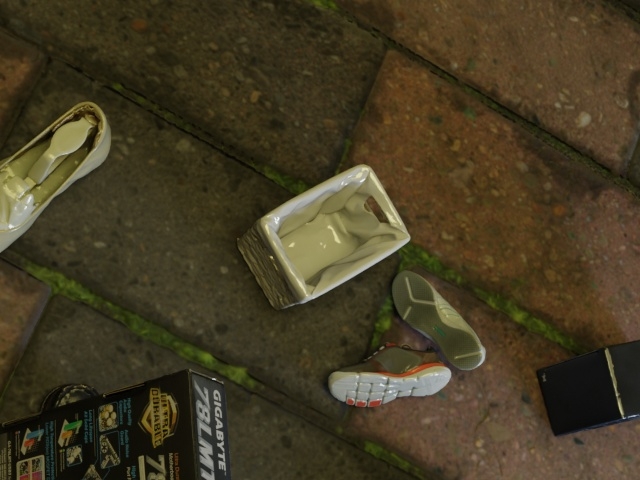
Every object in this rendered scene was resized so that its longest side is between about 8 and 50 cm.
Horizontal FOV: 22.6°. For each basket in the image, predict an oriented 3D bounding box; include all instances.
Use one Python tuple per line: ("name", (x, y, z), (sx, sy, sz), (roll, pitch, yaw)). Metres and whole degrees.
("basket", (0.000, 0.000, 1.900), (0.167, 0.103, 0.113), (-29, 88, -28))

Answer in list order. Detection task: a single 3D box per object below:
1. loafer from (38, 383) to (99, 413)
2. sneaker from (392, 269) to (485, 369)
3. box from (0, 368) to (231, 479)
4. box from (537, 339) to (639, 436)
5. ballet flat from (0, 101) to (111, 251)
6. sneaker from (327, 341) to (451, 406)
("loafer", (-0.238, 0.294, 1.705), (0.109, 0.095, 0.302), (-2, 75, -23))
("sneaker", (0.145, 0.100, 1.969), (0.054, 0.061, 0.152), (-44, 75, 11))
("box", (-0.220, 0.303, 1.585), (0.073, 0.293, 0.295), (30, 47, -55))
("box", (0.382, 0.176, 1.991), (0.158, 0.156, 0.093), (-8, 79, -26))
("ballet flat", (-0.326, -0.069, 1.785), (0.086, 0.086, 0.248), (46, 62, -5))
("sneaker", (0.076, 0.156, 1.925), (0.158, 0.061, 0.065), (-1, 48, -26))
